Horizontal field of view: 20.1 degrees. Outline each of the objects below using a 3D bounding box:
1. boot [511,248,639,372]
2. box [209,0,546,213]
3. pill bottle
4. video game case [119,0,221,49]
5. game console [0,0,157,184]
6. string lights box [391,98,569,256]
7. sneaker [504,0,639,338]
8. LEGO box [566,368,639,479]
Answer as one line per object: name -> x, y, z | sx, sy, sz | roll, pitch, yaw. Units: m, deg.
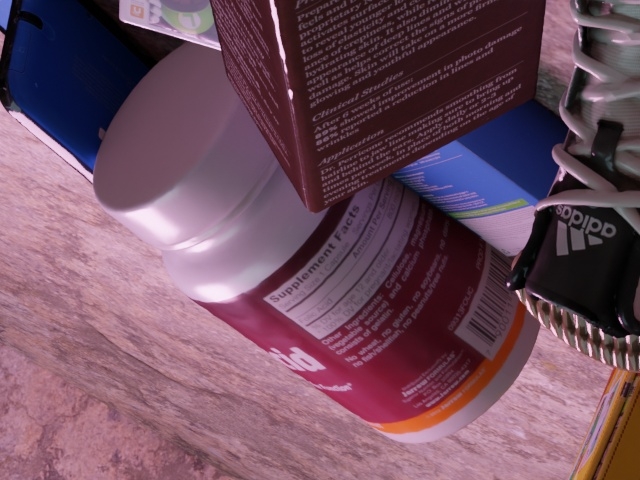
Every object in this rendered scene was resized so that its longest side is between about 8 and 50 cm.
boot -> 0.288, 0.017, 1.335 | 0.248, 0.207, 0.090 | 16, 126, 25
box -> 0.029, -0.180, 1.107 | 0.143, 0.191, 0.381 | 59, 171, 20
pill bottle -> 0.000, 0.000, 1.628 | 0.392, 0.224, 0.224 | 38, 158, -32
video game case -> -0.056, -0.209, 1.324 | 0.190, 0.022, 0.173 | 17, 134, 10
game console -> -0.242, -0.126, 1.716 | 0.173, 0.250, 0.293 | -20, 138, 28
string lights box -> 0.108, -0.088, 1.484 | 0.259, 0.077, 0.133 | 34, 159, -22
sneaker -> 0.207, -0.086, 1.066 | 0.169, 0.257, 0.447 | 20, 160, 27
LEGO box -> 0.378, 0.387, 1.733 | 0.372, 0.500, 0.193 | 25, 161, 5
